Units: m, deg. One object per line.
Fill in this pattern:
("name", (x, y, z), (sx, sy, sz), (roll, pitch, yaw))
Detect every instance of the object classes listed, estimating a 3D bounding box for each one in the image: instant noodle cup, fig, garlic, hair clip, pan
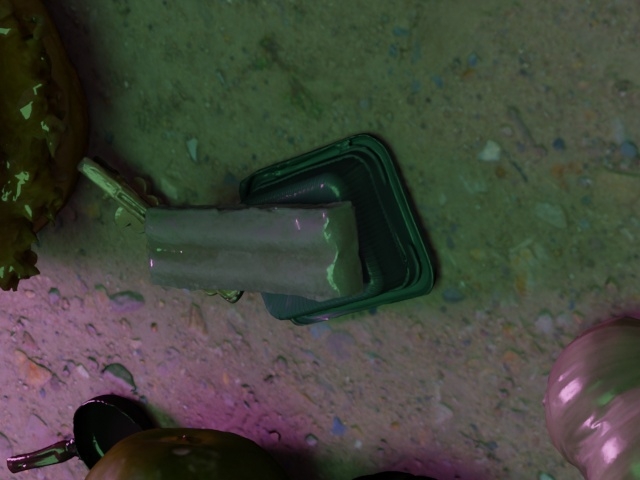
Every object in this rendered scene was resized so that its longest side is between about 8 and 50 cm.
("instant noodle cup", (0.000, 0.000, 1.178), (0.179, 0.070, 0.157), (-17, 98, 38))
("fig", (-0.142, 0.327, 1.304), (0.233, 0.233, 0.314), (28, 117, 21))
("garlic", (0.273, 0.177, 1.029), (0.229, 0.143, 0.178), (34, 123, 7))
("hair clip", (-0.155, -0.012, 1.288), (0.214, 0.056, 0.062), (39, 100, 7))
("pan", (-0.265, 0.234, 1.466), (0.212, 0.040, 0.115), (-15, 101, 30))

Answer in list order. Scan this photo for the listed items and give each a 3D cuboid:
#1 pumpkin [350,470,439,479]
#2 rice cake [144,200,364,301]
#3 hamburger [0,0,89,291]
("pumpkin", (0.068, 0.336, 1.181), (0.250, 0.216, 0.249), (-9, 73, 31))
("rice cake", (-0.063, 0.006, 1.154), (0.226, 0.040, 0.085), (1, 108, 35))
("hamburger", (-0.374, -0.096, 1.269), (0.287, 0.268, 0.445), (26, 121, 17))
